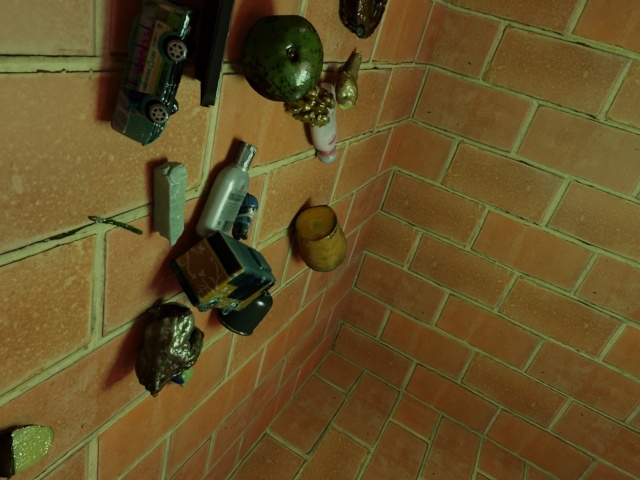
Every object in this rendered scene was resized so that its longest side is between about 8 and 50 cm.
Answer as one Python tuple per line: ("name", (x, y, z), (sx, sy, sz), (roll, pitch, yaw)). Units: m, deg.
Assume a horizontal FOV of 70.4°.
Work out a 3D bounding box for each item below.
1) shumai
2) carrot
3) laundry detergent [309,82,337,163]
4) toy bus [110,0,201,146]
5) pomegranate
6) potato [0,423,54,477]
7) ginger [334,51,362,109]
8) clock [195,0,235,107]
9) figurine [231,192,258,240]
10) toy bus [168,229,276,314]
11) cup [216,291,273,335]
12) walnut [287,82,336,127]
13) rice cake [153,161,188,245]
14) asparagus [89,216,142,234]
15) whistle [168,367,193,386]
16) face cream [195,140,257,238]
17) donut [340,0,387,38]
("shumai", (-0.443, 0.277, 1.260), (0.218, 0.183, 0.186), (-40, 117, -29))
("carrot", (0.000, 0.000, 1.992), (0.224, 0.224, 0.341), (-58, 156, -20))
("laundry detergent", (0.014, -0.414, 1.677), (0.335, 0.087, 0.159), (80, 32, -63))
("toy bus", (-0.301, -0.306, 0.832), (0.091, 0.109, 0.262), (-84, -161, -66))
("pomegranate", (-0.105, -0.456, 1.166), (0.214, 0.214, 0.248), (-63, -161, -5))
("potato", (-0.648, 0.448, 0.988), (0.103, 0.066, 0.097), (21, 70, -67))
("ginger", (0.106, -0.591, 1.653), (0.131, 0.086, 0.295), (75, 23, -52))
("clock", (-0.206, -0.421, 0.882), (0.273, 0.049, 0.279), (-117, -140, -59))
("figurine", (-0.239, -0.075, 1.393), (0.087, 0.086, 0.149), (60, 32, -47))
("toy bus", (-0.273, 0.101, 1.341), (0.194, 0.162, 0.323), (-37, 163, 3))
("cup", (-0.275, 0.233, 1.644), (0.177, 0.169, 0.223), (-62, -167, 5))
("walnut", (-0.023, -0.440, 1.445), (0.170, 0.069, 0.143), (17, 97, -33))
("rice cake", (-0.360, -0.093, 1.085), (0.069, 0.063, 0.207), (-51, 160, -51))
("asparagus", (-0.445, -0.034, 1.000), (0.016, 0.016, 0.163), (-46, 163, 3))
("whistle", (-0.455, 0.404, 1.447), (0.084, 0.105, 0.228), (-18, 142, -25))
("face cream", (-0.260, -0.140, 1.290), (0.292, 0.070, 0.144), (-66, 166, 7))
("donut", (0.146, -0.797, 1.517), (0.230, 0.095, 0.216), (-27, 141, -63))
